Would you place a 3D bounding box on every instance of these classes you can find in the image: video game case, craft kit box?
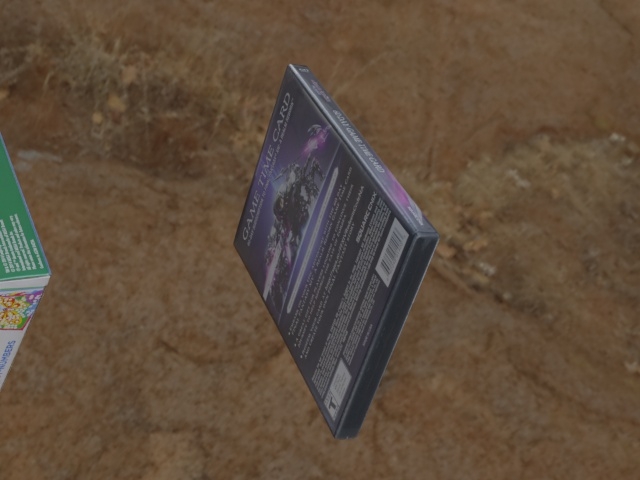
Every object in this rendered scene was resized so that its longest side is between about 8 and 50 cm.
[{"bbox_3d":[0.000,0.000,0.918,0.026,0.196,0.274,4,32,-26],"label":"video game case"},{"bbox_3d":[-0.306,-0.001,0.888,0.061,0.247,0.250,-8,58,-32],"label":"craft kit box"}]
